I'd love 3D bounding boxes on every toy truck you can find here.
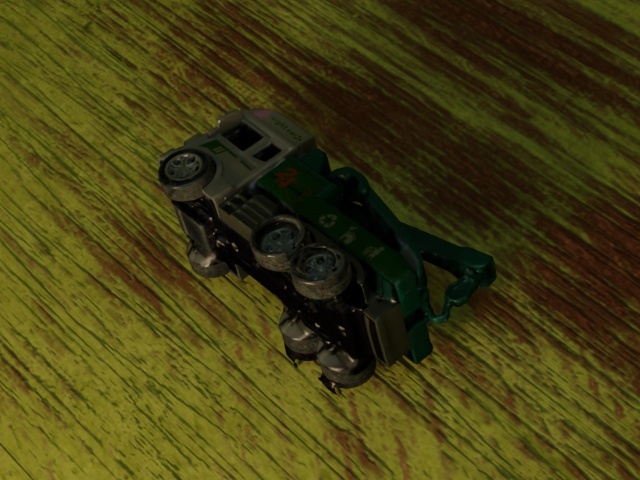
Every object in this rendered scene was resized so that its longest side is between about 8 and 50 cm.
[{"bbox_3d":[-0.007,0.003,1.847,0.178,0.176,0.363,-39,50,-22],"label":"toy truck"}]
